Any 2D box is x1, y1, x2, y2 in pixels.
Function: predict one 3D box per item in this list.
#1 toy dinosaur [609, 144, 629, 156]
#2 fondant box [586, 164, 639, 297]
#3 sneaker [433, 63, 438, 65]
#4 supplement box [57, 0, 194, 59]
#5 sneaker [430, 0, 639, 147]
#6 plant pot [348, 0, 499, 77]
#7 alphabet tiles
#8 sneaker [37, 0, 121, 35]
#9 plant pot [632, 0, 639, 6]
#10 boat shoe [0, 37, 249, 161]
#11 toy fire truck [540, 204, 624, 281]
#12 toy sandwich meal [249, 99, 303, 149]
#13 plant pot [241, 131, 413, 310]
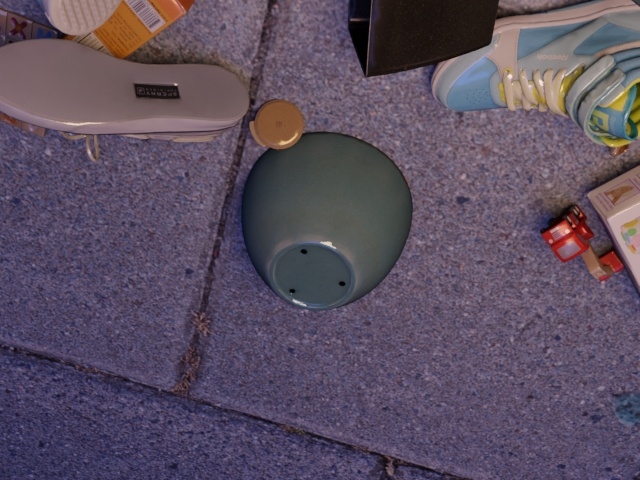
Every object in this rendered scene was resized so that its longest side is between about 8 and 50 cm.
[{"bbox_3d":[0.455,-0.216,1.015,0.112,0.064,0.211,6,138,-17],"label":"toy dinosaur"},{"bbox_3d":[0.601,-0.045,1.051,0.330,0.096,0.238,-30,116,14],"label":"fondant box"},{"bbox_3d":[0.151,-0.268,1.028,0.119,0.047,0.057,-17,133,21],"label":"sneaker"},{"bbox_3d":[-0.294,-0.314,1.042,0.233,0.078,0.080,-24,122,25],"label":"supplement box"},{"bbox_3d":[0.305,-0.199,0.938,0.319,0.208,0.127,-15,140,19],"label":"sneaker"},{"bbox_3d":[0.132,-0.329,0.908,0.167,0.188,0.187,-1,126,-4],"label":"plant pot"},{"bbox_3d":[-0.545,-0.289,1.142,0.237,0.009,0.198,20,126,-6],"label":"alphabet tiles"},{"bbox_3d":[-0.270,-0.451,0.911,0.366,0.135,0.150,-47,69,14],"label":"sneaker"},{"bbox_3d":[0.352,-0.442,0.638,0.334,0.341,0.341,-41,111,21],"label":"plant pot"},{"bbox_3d":[-0.300,-0.193,1.043,0.367,0.135,0.156,-4,162,-30],"label":"boat shoe"},{"bbox_3d":[0.417,0.013,1.127,0.047,0.192,0.135,-37,84,29],"label":"toy fire truck"},{"bbox_3d":[-0.067,-0.180,1.127,0.086,0.029,0.085,0,93,-3],"label":"toy sandwich meal"},{"bbox_3d":[0.000,0.000,1.148,0.290,0.195,0.290,4,127,6],"label":"plant pot"}]
